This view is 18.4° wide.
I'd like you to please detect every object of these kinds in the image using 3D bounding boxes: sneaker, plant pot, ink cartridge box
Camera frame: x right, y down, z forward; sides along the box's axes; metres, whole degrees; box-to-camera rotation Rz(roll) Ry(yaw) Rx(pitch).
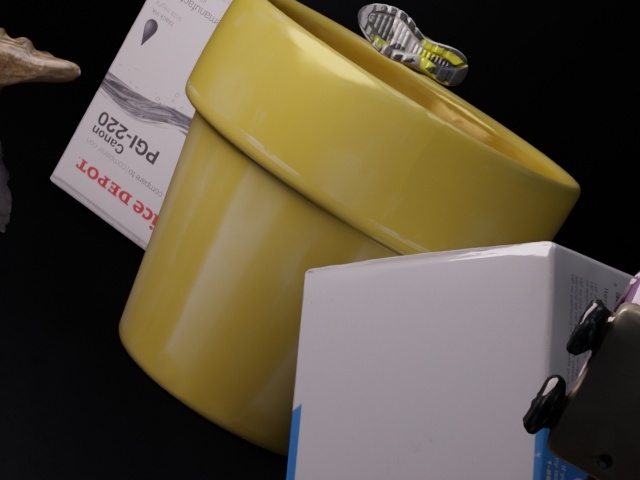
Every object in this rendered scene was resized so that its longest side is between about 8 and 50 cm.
[{"bbox_3d":[0.056,-0.126,1.291,0.083,0.031,0.035,33,-5,-19],"label":"sneaker"},{"bbox_3d":[0.000,0.000,1.263,0.254,0.239,0.254,30,10,-6],"label":"plant pot"},{"bbox_3d":[0.119,0.115,1.094,0.168,0.171,0.233,-8,-19,39],"label":"ink cartridge box"},{"bbox_3d":[-0.088,-0.096,1.536,0.158,0.218,0.092,35,16,22],"label":"ink cartridge box"}]

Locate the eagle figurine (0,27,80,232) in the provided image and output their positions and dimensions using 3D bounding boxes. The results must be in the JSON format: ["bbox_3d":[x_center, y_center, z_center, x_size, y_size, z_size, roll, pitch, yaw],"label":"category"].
[{"bbox_3d":[-0.264,-0.096,1.233,0.298,0.225,0.226,-12,-80,61],"label":"eagle figurine"}]

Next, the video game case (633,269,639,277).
[{"bbox_3d":[0.278,0.175,1.252,0.275,0.248,0.035,34,51,17],"label":"video game case"}]

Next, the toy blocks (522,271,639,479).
[{"bbox_3d":[0.186,0.185,0.794,0.309,0.288,0.260,29,13,4],"label":"toy blocks"}]
